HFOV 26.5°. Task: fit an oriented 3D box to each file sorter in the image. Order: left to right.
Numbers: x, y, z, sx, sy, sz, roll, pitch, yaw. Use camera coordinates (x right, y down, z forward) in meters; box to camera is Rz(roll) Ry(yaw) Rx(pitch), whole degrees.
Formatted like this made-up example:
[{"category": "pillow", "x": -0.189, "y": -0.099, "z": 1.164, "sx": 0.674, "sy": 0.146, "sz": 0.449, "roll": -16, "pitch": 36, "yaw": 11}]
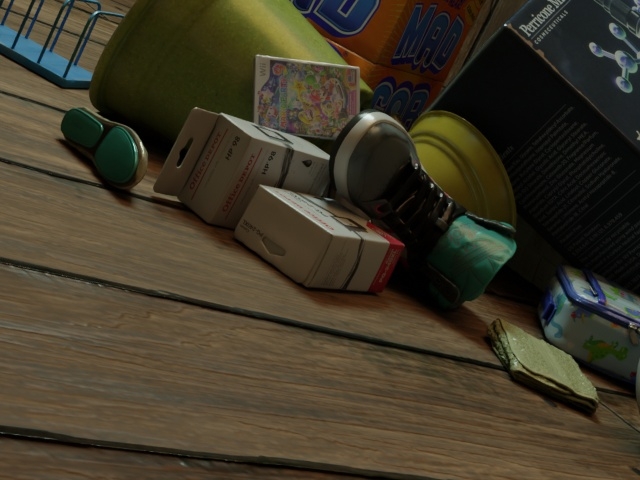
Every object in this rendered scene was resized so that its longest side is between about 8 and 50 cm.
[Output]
[{"category": "file sorter", "x": -0.351, "y": -0.278, "z": 1.727, "sx": 0.170, "sy": 0.105, "sz": 0.118, "roll": 30, "pitch": 13, "yaw": 10}]

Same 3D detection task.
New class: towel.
[{"category": "towel", "x": 0.237, "y": 0.132, "z": 1.447, "sx": 0.110, "sy": 0.027, "sz": 0.148, "roll": 26, "pitch": 12, "yaw": -11}]

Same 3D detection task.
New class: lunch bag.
[{"category": "lunch bag", "x": 0.358, "y": 0.105, "z": 1.681, "sx": 0.176, "sy": 0.090, "sz": 0.219, "roll": 25, "pitch": 11, "yaw": 2}]

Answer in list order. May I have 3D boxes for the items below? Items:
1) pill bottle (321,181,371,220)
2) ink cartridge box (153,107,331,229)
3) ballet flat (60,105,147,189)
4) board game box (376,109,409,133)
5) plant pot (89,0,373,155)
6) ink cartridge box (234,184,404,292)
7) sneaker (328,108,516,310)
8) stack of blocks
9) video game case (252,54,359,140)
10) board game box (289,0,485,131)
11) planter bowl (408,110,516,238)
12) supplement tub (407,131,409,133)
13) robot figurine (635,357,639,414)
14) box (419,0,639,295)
[{"category": "pill bottle", "x": 0.003, "y": -0.110, "z": 1.762, "sx": 0.186, "sy": 0.112, "sz": 0.112, "roll": 35, "pitch": 14, "yaw": 32}, {"category": "ink cartridge box", "x": -0.076, "y": -0.066, "z": 1.423, "sx": 0.180, "sy": 0.104, "sz": 0.060, "roll": 12, "pitch": 21, "yaw": -50}, {"category": "ballet flat", "x": -0.207, "y": -0.093, "z": 1.380, "sx": 0.052, "sy": 0.057, "sz": 0.168, "roll": 29, "pitch": 7, "yaw": -43}, {"category": "board game box", "x": 0.133, "y": -0.107, "z": 2.024, "sx": 0.186, "sy": 0.026, "sz": 0.126, "roll": 61, "pitch": 20, "yaw": 8}, {"category": "plant pot", "x": -0.087, "y": -0.184, "z": 1.611, "sx": 0.254, "sy": 0.276, "sz": 0.276, "roll": 40, "pitch": 13, "yaw": 6}, {"category": "ink cartridge box", "x": 0.000, "y": 0.000, "z": 1.404, "sx": 0.109, "sy": 0.063, "sz": 0.150, "roll": 34, "pitch": 13, "yaw": 29}, {"category": "sneaker", "x": 0.123, "y": -0.017, "z": 1.497, "sx": 0.178, "sy": 0.124, "sz": 0.295, "roll": 35, "pitch": -10, "yaw": 32}, {"category": "stack of blocks", "x": 0.339, "y": -0.004, "z": 2.023, "sx": 0.171, "sy": 0.087, "sz": 0.297, "roll": 10, "pitch": 18, "yaw": -29}, {"category": "video game case", "x": -0.015, "y": -0.156, "z": 1.500, "sx": 0.122, "sy": 0.087, "sz": 0.011, "roll": 4, "pitch": -13, "yaw": -16}, {"category": "board game box", "x": -0.001, "y": -0.343, "z": 2.155, "sx": 0.356, "sy": 0.356, "sz": 0.356, "roll": 30, "pitch": 12, "yaw": 17}, {"category": "planter bowl", "x": 0.150, "y": -0.054, "z": 1.785, "sx": 0.090, "sy": 0.217, "sz": 0.217, "roll": -26, "pitch": 44, "yaw": -30}, {"category": "supplement tub", "x": 0.218, "y": -0.111, "z": 1.939, "sx": 0.190, "sy": 0.117, "sz": 0.117, "roll": -5, "pitch": 27, "yaw": -28}, {"category": "robot figurine", "x": 0.465, "y": 0.163, "z": 1.388, "sx": 0.353, "sy": 0.200, "sz": 0.300, "roll": 20, "pitch": 43, "yaw": -33}, {"category": "box", "x": 0.390, "y": -0.152, "z": 1.847, "sx": 0.395, "sy": 0.212, "sz": 0.293, "roll": 43, "pitch": 46, "yaw": 2}]
